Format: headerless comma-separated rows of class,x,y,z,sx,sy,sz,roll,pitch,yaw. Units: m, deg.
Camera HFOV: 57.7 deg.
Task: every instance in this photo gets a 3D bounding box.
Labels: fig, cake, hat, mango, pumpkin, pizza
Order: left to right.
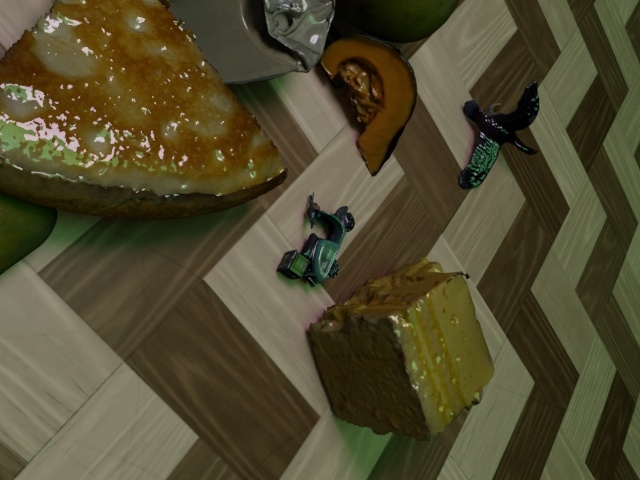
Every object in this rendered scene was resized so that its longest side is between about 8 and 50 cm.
mango,-0.418,-0.003,0.647,0.237,0.091,0.137,-51,122,-39
pizza,-0.262,-0.221,0.793,0.440,0.130,0.405,1,70,-41
hat,-0.106,-0.361,0.904,0.149,0.245,0.214,-60,143,-65
pumpkin,0.132,-0.269,1.080,0.111,0.163,0.278,-50,124,-38
fig,0.127,-0.513,0.981,0.316,0.316,0.316,6,81,-40
cake,0.161,0.173,1.025,0.286,0.222,0.227,-26,103,-40

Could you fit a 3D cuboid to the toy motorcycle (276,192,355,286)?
toy motorcycle,0.000,0.000,1.020,0.100,0.058,0.173,37,65,-25

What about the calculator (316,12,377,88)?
calculator,0.049,-0.432,1.136,0.161,0.021,0.261,45,58,-26

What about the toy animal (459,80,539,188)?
toy animal,0.433,-0.263,1.358,0.197,0.272,0.160,5,46,-35
